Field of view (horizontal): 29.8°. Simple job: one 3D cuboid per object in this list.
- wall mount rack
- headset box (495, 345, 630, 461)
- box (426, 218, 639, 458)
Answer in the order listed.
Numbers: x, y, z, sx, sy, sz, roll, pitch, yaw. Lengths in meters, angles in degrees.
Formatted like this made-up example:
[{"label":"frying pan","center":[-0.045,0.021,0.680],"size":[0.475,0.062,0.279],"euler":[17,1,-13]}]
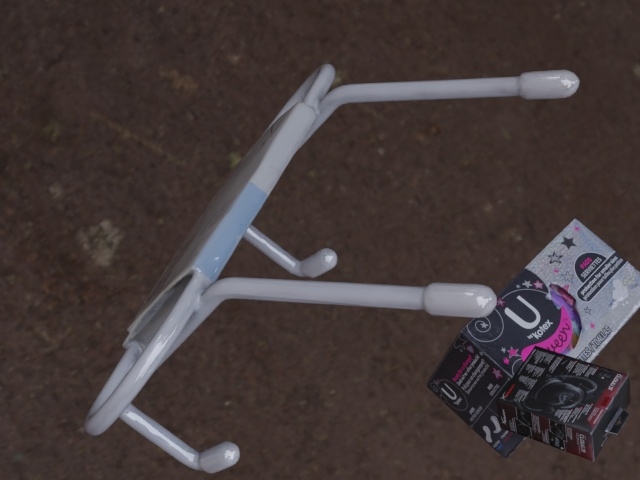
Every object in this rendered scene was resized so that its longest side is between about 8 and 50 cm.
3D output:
[{"label":"wall mount rack","center":[0.000,0.000,0.779],"size":[0.130,0.304,0.350],"euler":[37,47,-11]},{"label":"headset box","center":[0.177,0.116,0.858],"size":[0.062,0.083,0.032],"euler":[-48,140,-34]},{"label":"box","center":[0.273,0.118,1.496],"size":[0.142,0.163,0.247],"euler":[41,59,13]}]
